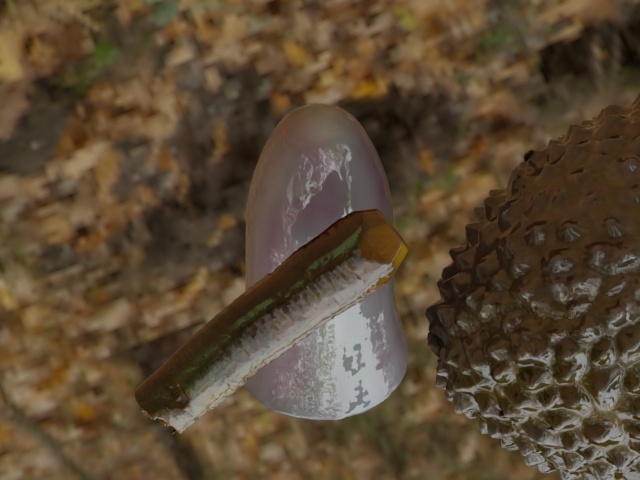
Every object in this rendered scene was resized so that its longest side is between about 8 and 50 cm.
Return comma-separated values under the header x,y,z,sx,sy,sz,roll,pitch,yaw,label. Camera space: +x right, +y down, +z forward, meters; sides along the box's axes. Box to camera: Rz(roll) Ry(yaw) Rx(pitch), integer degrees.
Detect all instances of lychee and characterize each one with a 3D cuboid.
x,y,z,sx,sy,sz,roll,pitch,yaw,label
0.309,0.059,1.730,0.432,0.380,0.380,-17,164,-14,lychee

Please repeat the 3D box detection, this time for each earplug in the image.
x,y,z,sx,sy,sz,roll,pitch,yaw,label
0.000,0.000,1.751,0.172,0.172,0.301,-17,134,-19,earplug

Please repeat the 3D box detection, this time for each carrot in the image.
x,y,z,sx,sy,sz,roll,pitch,yaw,label
-0.040,0.069,1.598,0.260,0.070,0.070,-39,165,0,carrot
